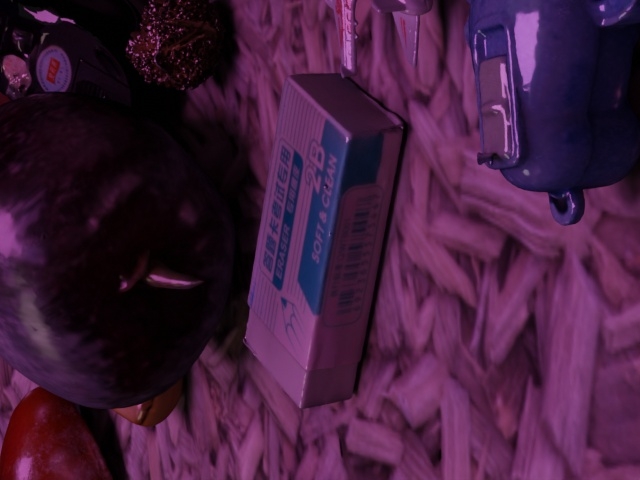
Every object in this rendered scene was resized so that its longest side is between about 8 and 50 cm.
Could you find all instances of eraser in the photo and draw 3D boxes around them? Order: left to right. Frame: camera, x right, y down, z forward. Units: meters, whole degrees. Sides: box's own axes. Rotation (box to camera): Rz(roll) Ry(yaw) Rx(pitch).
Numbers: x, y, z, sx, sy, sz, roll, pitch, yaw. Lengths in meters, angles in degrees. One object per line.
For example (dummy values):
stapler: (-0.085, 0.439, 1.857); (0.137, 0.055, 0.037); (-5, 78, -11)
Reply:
eraser: (0.000, 0.000, 1.287); (0.095, 0.052, 0.225); (46, 135, 46)

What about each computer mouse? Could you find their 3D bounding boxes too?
computer mouse: (-0.224, -0.176, 1.559); (0.233, 0.096, 0.137); (35, 131, 6)

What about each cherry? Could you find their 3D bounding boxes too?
cherry: (-0.189, 0.003, 1.454); (0.296, 0.218, 0.255); (27, 153, 53)

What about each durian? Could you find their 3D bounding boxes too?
durian: (-0.117, -0.160, 1.436); (0.091, 0.080, 0.080); (19, 115, 37)

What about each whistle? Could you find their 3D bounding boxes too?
whistle: (0.125, -0.142, 0.993); (0.180, 0.093, 0.269); (-4, 87, 62)

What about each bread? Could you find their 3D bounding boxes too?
bread: (-0.162, 0.115, 1.614); (0.115, 0.056, 0.082); (22, 105, 49)

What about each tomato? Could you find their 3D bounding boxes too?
tomato: (-0.272, 0.227, 1.780); (0.139, 0.091, 0.159); (-27, 85, 60)

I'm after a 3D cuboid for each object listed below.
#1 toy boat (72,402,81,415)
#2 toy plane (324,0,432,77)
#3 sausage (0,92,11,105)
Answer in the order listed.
toy boat: (-0.256, 0.101, 1.811); (0.220, 0.067, 0.291); (29, 134, 53)
toy plane: (0.026, -0.193, 1.174); (0.171, 0.065, 0.162); (59, 145, 40)
sausage: (-0.282, -0.117, 1.683); (0.280, 0.152, 0.152); (67, 148, 27)
